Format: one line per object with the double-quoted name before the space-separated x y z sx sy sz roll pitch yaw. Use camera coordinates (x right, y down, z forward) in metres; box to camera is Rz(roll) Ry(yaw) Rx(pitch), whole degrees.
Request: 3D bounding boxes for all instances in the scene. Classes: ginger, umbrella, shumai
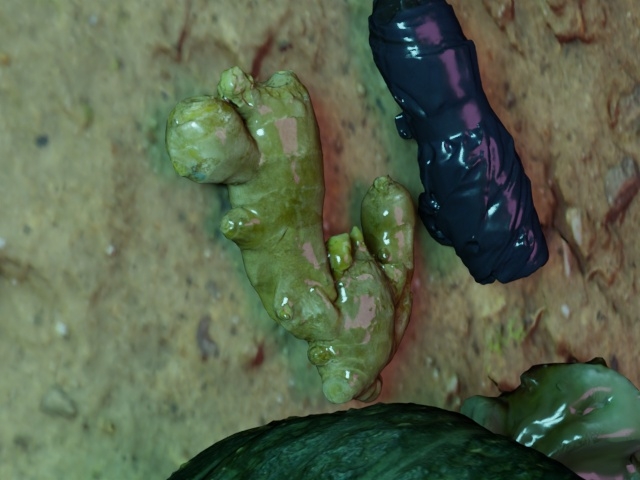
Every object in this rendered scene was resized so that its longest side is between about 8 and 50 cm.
"ginger" 0.000 0.000 0.936 0.193 0.052 0.176 -9 89 -54
"umbrella" 0.058 -0.086 1.019 0.071 0.071 0.248 -46 119 -44
"shumai" 0.120 0.187 1.012 0.256 0.189 0.218 11 60 -37

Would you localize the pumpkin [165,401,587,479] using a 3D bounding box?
"pumpkin" 0.008 0.177 0.744 0.197 0.293 0.263 43 64 -25
